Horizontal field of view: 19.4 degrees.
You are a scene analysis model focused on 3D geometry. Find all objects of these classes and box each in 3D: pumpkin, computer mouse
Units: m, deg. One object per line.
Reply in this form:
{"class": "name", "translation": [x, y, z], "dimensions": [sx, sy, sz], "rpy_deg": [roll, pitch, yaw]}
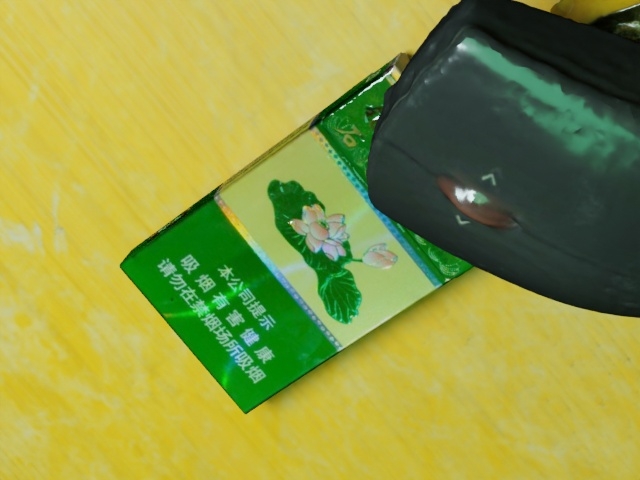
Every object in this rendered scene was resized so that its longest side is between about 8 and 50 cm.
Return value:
{"class": "pumpkin", "translation": [0.179, -0.111, 1.044], "dimensions": [0.074, 0.054, 0.083], "rpy_deg": [-17, 136, 28]}
{"class": "computer mouse", "translation": [0.159, -0.025, 1.032], "dimensions": [0.269, 0.100, 0.170], "rpy_deg": [17, 139, -8]}

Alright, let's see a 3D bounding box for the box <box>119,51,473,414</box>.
{"class": "box", "translation": [0.000, 0.000, 1.168], "dimensions": [0.235, 0.034, 0.132], "rpy_deg": [-34, 101, 25]}
